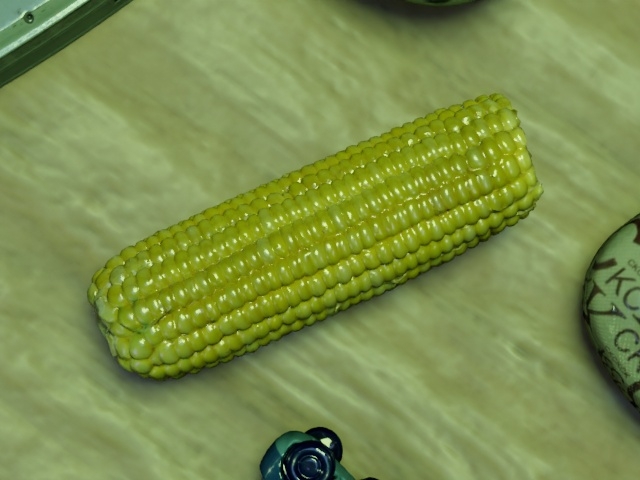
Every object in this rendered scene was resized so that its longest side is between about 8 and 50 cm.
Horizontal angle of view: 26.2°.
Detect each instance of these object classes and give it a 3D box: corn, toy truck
[{"bbox_3d":[0.000,0.000,0.729,0.248,0.081,0.081,-24,86,-4],"label":"corn"},{"bbox_3d":[0.013,0.164,0.724,0.136,0.063,0.074,45,95,6],"label":"toy truck"}]

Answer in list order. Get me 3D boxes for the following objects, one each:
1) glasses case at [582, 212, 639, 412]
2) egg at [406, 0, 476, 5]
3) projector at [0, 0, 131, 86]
[{"bbox_3d":[0.304,-0.023,0.734,0.355,0.085,0.137,-33,88,-3],"label":"glasses case"},{"bbox_3d":[0.049,-0.195,0.722,0.164,0.131,0.131,23,85,4],"label":"egg"},{"bbox_3d":[-0.177,-0.157,0.749,0.147,0.061,0.115,-34,85,-5],"label":"projector"}]
